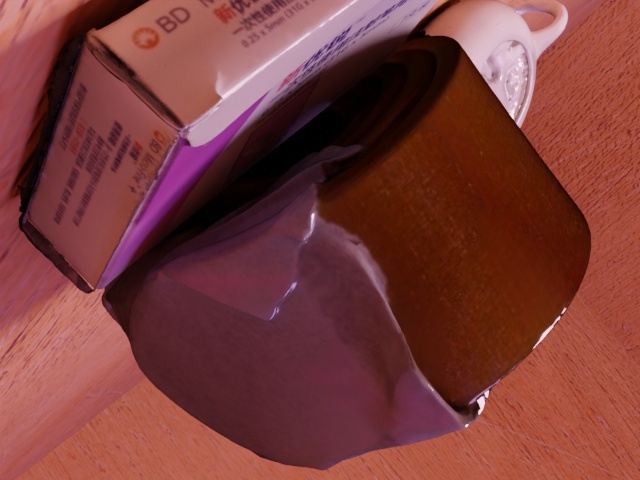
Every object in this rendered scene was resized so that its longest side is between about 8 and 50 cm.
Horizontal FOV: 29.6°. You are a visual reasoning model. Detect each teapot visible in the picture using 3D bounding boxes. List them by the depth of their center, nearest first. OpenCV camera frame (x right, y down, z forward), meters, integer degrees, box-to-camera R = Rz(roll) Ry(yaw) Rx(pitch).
[{"bbox_3d":[0.120,-0.127,0.967,0.226,0.092,0.145,-51,145,-26],"label":"teapot"}]

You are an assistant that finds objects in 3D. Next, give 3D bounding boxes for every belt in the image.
[{"bbox_3d":[0.000,0.000,0.616,0.217,0.122,0.338,-40,-167,-8],"label":"belt"}]

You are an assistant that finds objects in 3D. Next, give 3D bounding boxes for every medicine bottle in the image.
[{"bbox_3d":[-0.019,-0.077,0.469,0.201,0.052,0.171,-40,179,-29],"label":"medicine bottle"}]
